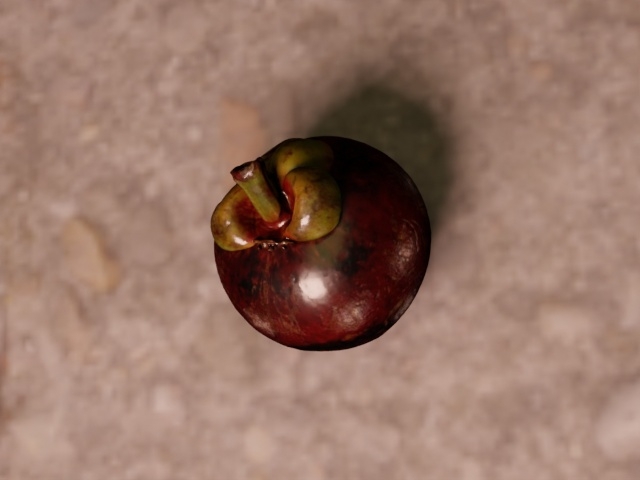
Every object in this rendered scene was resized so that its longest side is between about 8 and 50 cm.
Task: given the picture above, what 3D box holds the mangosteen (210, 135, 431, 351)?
[{"bbox_3d":[0.001,0.001,0.614,0.081,0.081,0.081,-3,76,11],"label":"mangosteen"}]
